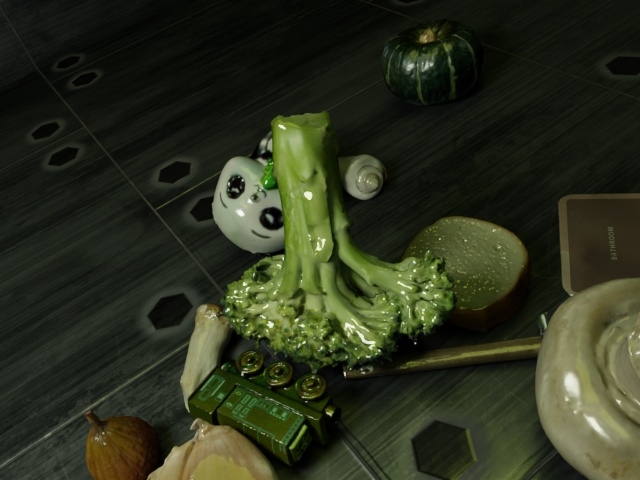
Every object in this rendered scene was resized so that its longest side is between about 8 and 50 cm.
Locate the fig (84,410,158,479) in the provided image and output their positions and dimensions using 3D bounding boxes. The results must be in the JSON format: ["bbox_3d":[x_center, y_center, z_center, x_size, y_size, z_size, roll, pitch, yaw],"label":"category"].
[{"bbox_3d":[-0.310,0.310,0.943,0.119,0.152,0.119,-1,16,0],"label":"fig"}]

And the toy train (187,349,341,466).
[{"bbox_3d":[-0.084,0.260,0.942,0.226,0.090,0.137,15,44,30],"label":"toy train"}]

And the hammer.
[{"bbox_3d":[0.217,0.191,0.971,0.366,0.043,0.111,-10,45,11],"label":"hammer"}]

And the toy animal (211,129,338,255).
[{"bbox_3d":[-0.095,-0.104,1.244,0.213,0.212,0.266,17,49,31],"label":"toy animal"}]

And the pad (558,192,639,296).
[{"bbox_3d":[0.526,0.003,1.087,0.176,0.002,0.266,0,46,18],"label":"pad"}]

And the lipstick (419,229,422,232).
[{"bbox_3d":[0.243,-0.020,1.189,0.094,0.019,0.019,-12,43,5],"label":"lipstick"}]

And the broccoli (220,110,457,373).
[{"bbox_3d":[-0.028,0.022,0.983,0.353,0.397,0.275,-38,14,10],"label":"broccoli"}]

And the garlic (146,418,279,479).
[{"bbox_3d":[-0.155,0.379,0.844,0.217,0.110,0.227,5,53,6],"label":"garlic"}]

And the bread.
[{"bbox_3d":[0.256,0.055,1.071,0.236,0.070,0.236,-10,43,9],"label":"bread"}]

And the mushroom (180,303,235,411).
[{"bbox_3d":[-0.198,0.209,1.061,0.071,0.084,0.209,-41,31,44],"label":"mushroom"}]

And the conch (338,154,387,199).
[{"bbox_3d":[0.083,-0.146,1.343,0.104,0.094,0.176,-45,21,-10],"label":"conch"}]

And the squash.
[{"bbox_3d":[0.280,-0.450,1.512,0.252,0.165,0.252,-11,44,11],"label":"squash"}]

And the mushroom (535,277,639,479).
[{"bbox_3d":[0.422,0.164,0.739,0.298,0.290,0.297,-3,55,4],"label":"mushroom"}]
